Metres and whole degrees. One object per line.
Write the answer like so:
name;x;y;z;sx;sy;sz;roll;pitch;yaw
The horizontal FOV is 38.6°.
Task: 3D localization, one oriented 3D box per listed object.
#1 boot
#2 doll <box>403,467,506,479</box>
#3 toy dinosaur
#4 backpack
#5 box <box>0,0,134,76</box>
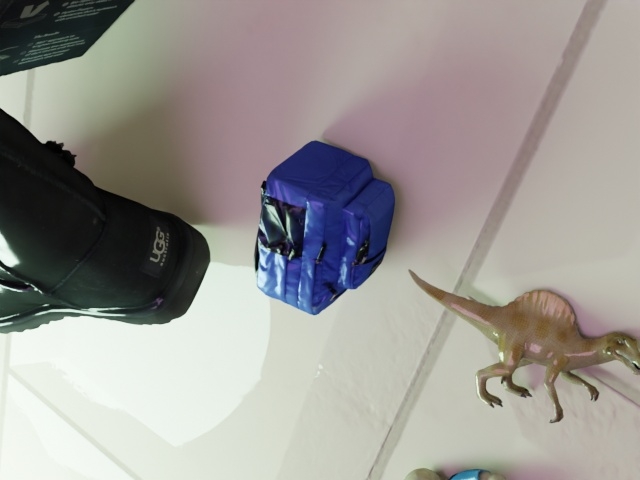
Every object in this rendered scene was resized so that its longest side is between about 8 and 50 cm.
boot;-0.362;-0.054;0.767;0.367;0.445;0.146;-5;66;30
doll;0.150;0.249;0.769;0.189;0.046;0.129;23;123;26
toy dinosaur;0.151;0.078;0.693;0.183;0.053;0.092;17;106;22
backpack;0.000;0.000;0.727;0.101;0.098;0.120;26;124;21
box;-0.245;-0.216;0.767;0.158;0.156;0.093;-28;91;42
